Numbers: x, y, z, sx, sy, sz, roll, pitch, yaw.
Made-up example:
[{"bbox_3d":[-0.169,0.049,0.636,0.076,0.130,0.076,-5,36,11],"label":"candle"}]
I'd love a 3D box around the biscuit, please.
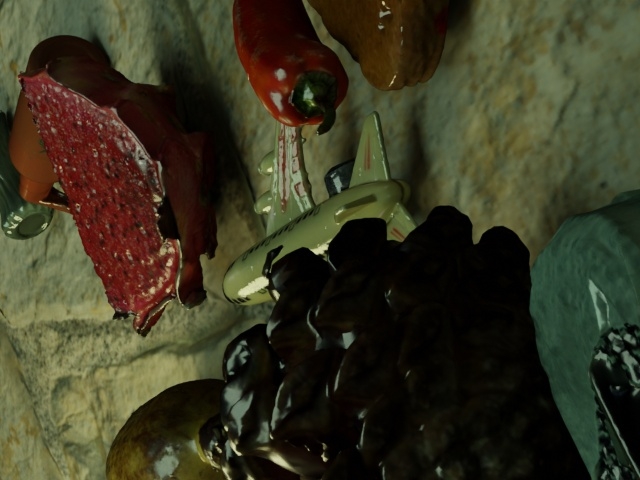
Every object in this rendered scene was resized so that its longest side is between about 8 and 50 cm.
[{"bbox_3d":[0.023,-0.269,1.341,0.262,0.052,0.277,49,146,46],"label":"biscuit"}]

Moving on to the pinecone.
[{"bbox_3d":[0.061,0.125,1.242,0.242,0.298,0.296,-45,42,22],"label":"pinecone"}]

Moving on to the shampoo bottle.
[{"bbox_3d":[-0.274,-0.111,1.967,0.085,0.085,0.244,61,154,21],"label":"shampoo bottle"}]

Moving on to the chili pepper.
[{"bbox_3d":[-0.026,-0.144,1.420,0.272,0.071,0.063,-111,25,-53],"label":"chili pepper"}]

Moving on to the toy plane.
[{"bbox_3d":[0.000,0.000,1.487,0.242,0.104,0.256,66,153,7],"label":"toy plane"}]

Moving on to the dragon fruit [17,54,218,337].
[{"bbox_3d":[-0.143,-0.054,1.721,0.161,0.126,0.274,3,118,51],"label":"dragon fruit"}]

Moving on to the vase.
[{"bbox_3d":[-0.356,-0.070,2.156,0.149,0.081,0.081,55,149,24],"label":"vase"}]

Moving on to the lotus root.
[{"bbox_3d":[-0.121,0.199,1.788,0.128,0.145,0.260,48,155,-2],"label":"lotus root"}]

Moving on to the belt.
[{"bbox_3d":[0.225,0.085,1.066,0.207,0.150,0.257,116,132,-67],"label":"belt"}]
